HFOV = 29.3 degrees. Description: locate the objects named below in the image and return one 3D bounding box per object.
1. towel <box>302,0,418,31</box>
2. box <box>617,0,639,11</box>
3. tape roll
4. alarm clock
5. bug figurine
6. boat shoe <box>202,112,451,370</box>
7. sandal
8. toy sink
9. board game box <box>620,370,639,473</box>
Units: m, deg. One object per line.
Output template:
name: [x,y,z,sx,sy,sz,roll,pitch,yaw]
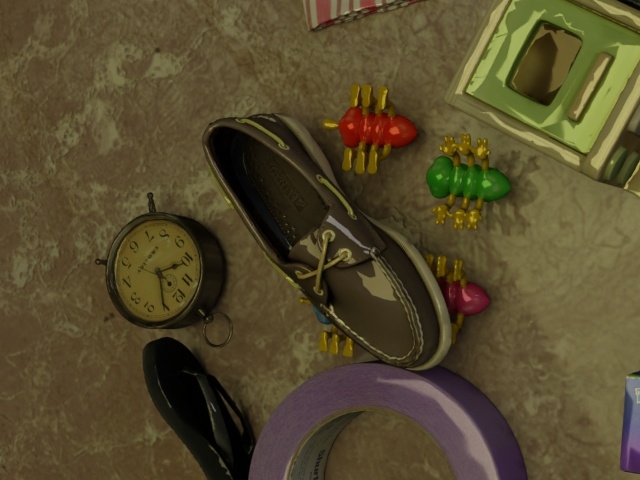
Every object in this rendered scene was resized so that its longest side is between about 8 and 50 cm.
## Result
towel: [0.059,-0.314,1.290,0.197,0.029,0.144,-12,82,25]
box: [0.287,-0.234,1.141,0.137,0.094,0.027,31,101,23]
tape roll: [0.066,0.258,1.234,0.275,0.090,0.275,-1,87,26]
alarm clock: [-0.160,0.048,1.362,0.129,0.064,0.192,-49,65,13]
bug figurine: [0.083,-0.012,1.243,0.216,0.072,0.279,14,99,32]
boat shoe: [0.000,0.000,1.195,0.116,0.097,0.324,-47,67,26]
sandal: [-0.104,0.209,1.321,0.054,0.097,0.254,-35,85,23]
toy sink: [0.259,-0.140,1.130,0.234,0.131,0.153,32,103,23]
board game box: [0.440,0.155,0.976,0.347,0.233,0.078,4,90,26]
